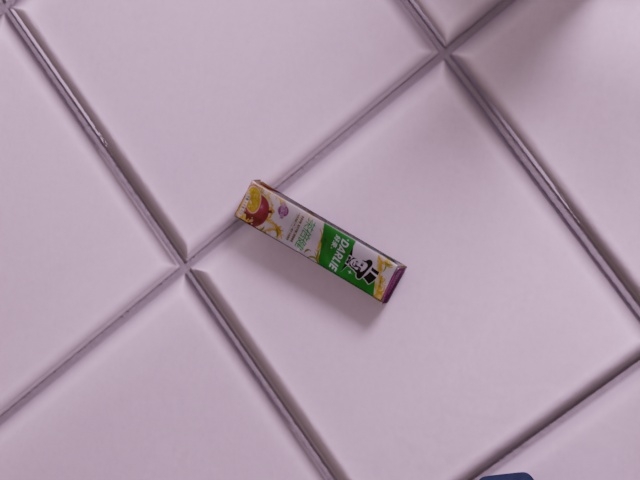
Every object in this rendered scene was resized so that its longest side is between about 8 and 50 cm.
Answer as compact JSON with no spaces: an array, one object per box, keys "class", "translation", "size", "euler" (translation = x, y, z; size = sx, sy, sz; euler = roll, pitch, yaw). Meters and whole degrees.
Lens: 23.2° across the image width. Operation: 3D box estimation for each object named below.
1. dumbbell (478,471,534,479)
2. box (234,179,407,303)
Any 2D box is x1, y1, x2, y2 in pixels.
[{"class":"dumbbell","translation":[0.316,0.303,1.609],"size":[0.325,0.160,0.144],"euler":[-10,116,19]},{"class":"box","translation":[0.000,0.000,1.770],"size":[0.207,0.041,0.050],"euler":[31,101,17]}]
